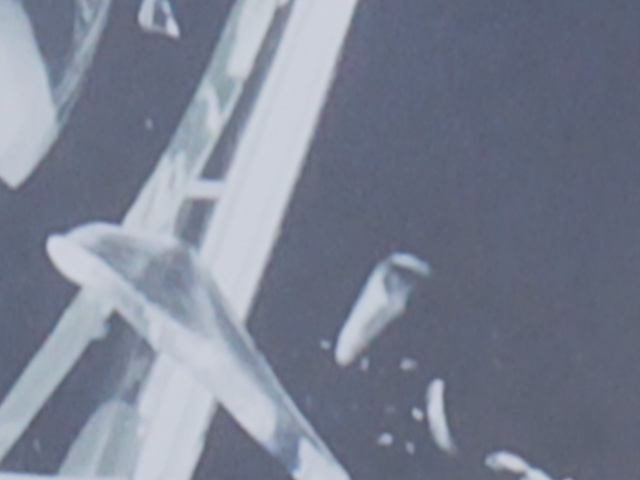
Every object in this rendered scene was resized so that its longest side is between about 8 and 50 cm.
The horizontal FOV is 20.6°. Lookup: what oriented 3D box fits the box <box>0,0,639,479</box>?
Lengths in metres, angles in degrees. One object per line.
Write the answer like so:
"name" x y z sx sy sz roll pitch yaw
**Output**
"box" -0.053 -0.022 0.498 0.479 0.297 0.472 5 101 5
